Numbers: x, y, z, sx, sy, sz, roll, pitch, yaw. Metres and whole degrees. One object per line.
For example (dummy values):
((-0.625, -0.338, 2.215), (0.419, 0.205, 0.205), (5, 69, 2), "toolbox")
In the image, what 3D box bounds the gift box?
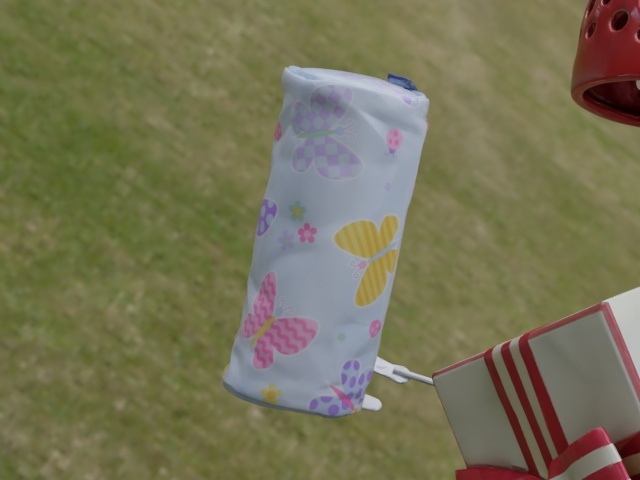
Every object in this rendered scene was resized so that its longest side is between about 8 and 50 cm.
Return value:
((0.249, 0.155, 1.132), (0.258, 0.255, 0.276), (-17, 77, -27), "gift box")

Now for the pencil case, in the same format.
((0.000, 0.000, 1.335), (0.124, 0.273, 0.113), (16, 7, 44), "pencil case")

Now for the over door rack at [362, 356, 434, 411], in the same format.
((0.155, 0.196, 1.479), (0.324, 0.108, 0.239), (8, 36, 13), "over door rack")

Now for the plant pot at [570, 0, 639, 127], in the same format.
((0.337, -0.204, 1.605), (0.191, 0.174, 0.191), (9, -7, 1), "plant pot")
